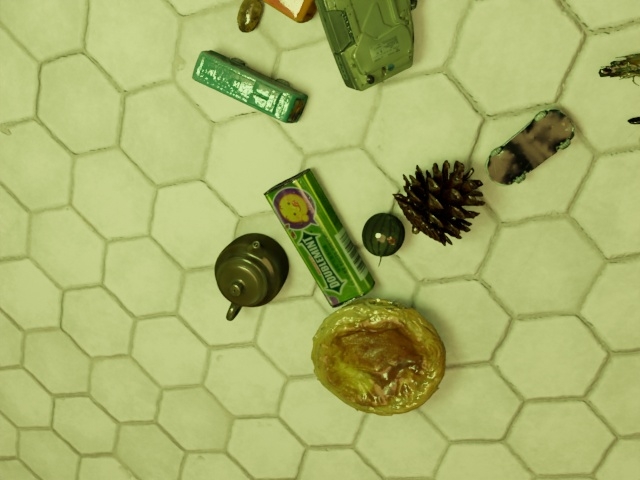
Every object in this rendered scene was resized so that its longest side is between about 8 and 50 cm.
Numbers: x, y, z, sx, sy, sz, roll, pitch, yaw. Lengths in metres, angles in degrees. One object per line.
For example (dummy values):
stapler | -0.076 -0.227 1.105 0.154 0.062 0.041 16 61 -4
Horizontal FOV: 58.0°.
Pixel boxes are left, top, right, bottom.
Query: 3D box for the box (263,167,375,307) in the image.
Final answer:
box | 0.000 0.000 1.447 0.134 0.097 0.345 -23 105 24

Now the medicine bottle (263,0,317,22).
medicine bottle | -0.092 -0.581 1.221 0.222 0.112 0.149 32 115 0

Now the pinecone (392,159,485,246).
pinecone | 0.270 -0.091 1.295 0.208 0.207 0.207 6 113 13

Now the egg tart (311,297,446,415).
egg tart | 0.150 0.293 1.503 0.353 0.150 0.351 3 112 8

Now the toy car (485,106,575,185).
toy car | 0.453 -0.202 1.263 0.095 0.056 0.205 45 119 -6

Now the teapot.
teapot | -0.195 0.102 1.503 0.186 0.175 0.267 25 116 6

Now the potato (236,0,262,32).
potato | -0.162 -0.512 1.309 0.051 0.040 0.083 23 117 -1

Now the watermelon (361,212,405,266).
watermelon | 0.150 -0.001 1.398 0.105 0.105 0.132 10 94 11

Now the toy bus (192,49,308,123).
toy bus | -0.164 -0.355 1.342 0.262 0.109 0.091 24 110 3

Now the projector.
projector | 0.104 -0.464 1.182 0.194 0.088 0.269 -29 120 -11

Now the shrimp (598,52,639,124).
shrimp | 0.671 -0.307 1.167 0.218 0.051 0.150 6 121 9
